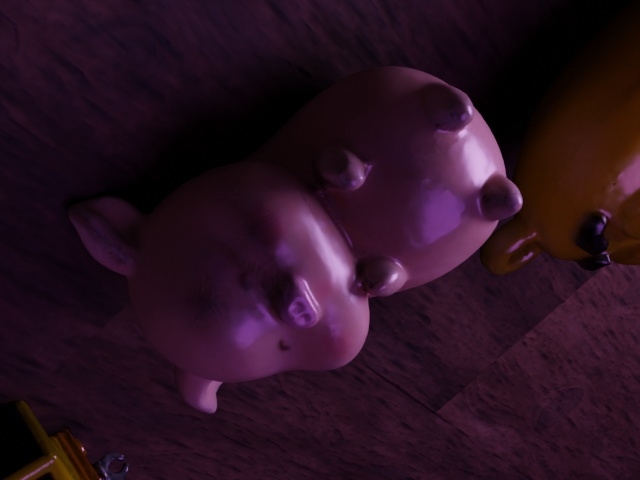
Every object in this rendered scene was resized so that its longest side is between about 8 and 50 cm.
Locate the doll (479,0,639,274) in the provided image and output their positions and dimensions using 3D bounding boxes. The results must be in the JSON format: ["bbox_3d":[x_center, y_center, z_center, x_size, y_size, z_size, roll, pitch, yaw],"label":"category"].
[{"bbox_3d":[0.317,-0.137,1.094,0.423,0.161,0.348,-53,157,24],"label":"doll"}]

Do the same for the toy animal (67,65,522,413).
[{"bbox_3d":[-0.006,-0.009,0.914,0.250,0.166,0.154,-30,-170,-6],"label":"toy animal"}]

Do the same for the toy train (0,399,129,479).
[{"bbox_3d":[-0.234,0.194,1.009,0.219,0.089,0.127,-31,139,-13],"label":"toy train"}]
